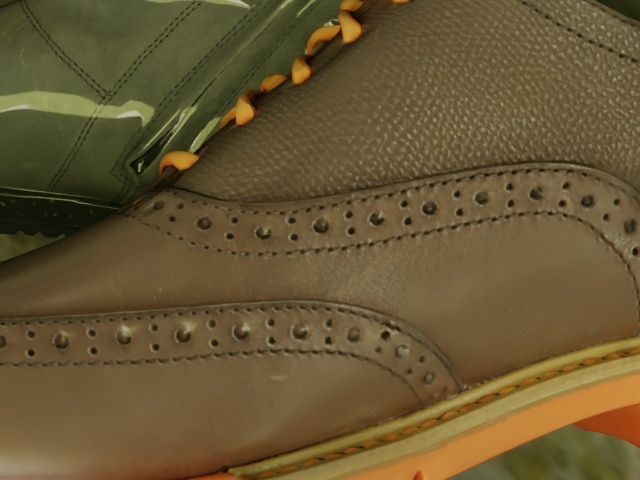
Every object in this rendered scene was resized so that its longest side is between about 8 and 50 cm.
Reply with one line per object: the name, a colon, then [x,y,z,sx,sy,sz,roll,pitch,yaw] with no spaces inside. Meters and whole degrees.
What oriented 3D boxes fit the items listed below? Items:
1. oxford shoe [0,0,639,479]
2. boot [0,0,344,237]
oxford shoe: [0.000,0.000,0.443,0.363,0.130,0.133,-9,92,-17]
boot: [-0.059,-0.075,0.532,0.246,0.083,0.161,21,103,5]
